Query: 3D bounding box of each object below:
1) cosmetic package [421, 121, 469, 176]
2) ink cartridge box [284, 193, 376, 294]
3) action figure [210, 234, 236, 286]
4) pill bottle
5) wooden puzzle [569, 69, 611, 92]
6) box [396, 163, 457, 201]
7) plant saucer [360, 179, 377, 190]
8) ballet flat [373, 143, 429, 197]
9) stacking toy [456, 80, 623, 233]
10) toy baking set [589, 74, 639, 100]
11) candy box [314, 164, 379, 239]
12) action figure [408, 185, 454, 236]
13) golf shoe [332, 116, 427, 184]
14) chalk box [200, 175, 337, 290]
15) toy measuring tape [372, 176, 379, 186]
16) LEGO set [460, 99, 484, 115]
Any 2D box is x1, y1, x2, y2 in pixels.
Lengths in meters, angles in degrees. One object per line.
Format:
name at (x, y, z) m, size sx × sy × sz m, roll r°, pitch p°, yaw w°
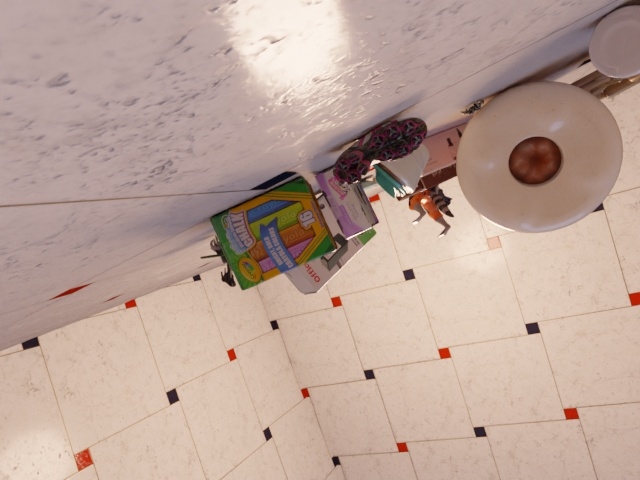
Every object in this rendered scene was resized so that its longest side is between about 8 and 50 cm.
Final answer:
cosmetic package at (0.348, -0.260, 1.349) m, size 0.239 × 0.098 × 0.060 m, roll -25°, pitch 178°, yaw -25°
ink cartridge box at (0.000, 0.000, 1.465) m, size 0.289 × 0.211 × 0.121 m, roll -44°, pitch -171°, yaw -23°
action figure at (-0.241, 0.022, 1.384) m, size 0.164 × 0.140 × 0.275 m, roll -15°, pitch 150°, yaw -27°
pill bottle at (0.545, -0.340, 0.783) m, size 0.194 × 0.108 × 0.108 m, roll -24°, pitch 180°, yaw -35°
wooden puzzle at (0.770, -0.464, 1.069) m, size 0.322 × 0.080 × 0.348 m, roll -25°, pitch 176°, yaw -29°
box at (0.436, -0.278, 1.636) m, size 0.382 × 0.143 × 0.191 m, roll -26°, pitch 180°, yaw -20°
plant saucer at (0.123, -0.191, 1.778) m, size 0.195 × 0.037 × 0.195 m, roll -23°, pitch 180°, yaw 0°
ballet flat at (0.194, -0.183, 1.113) m, size 0.139 × 0.139 × 0.400 m, roll -24°, pitch 178°, yaw 8°
stacking toy at (0.554, -0.243, 1.253) m, size 0.351 × 0.350 × 0.480 m, roll -24°, pitch -171°, yaw 24°
toy baking set at (0.722, -0.378, 1.059) m, size 0.256 × 0.030 × 0.197 m, roll -28°, pitch 176°, yaw 21°
candy box at (0.070, -0.096, 1.134) m, size 0.070 × 0.164 × 0.196 m, roll -26°, pitch 179°, yaw 14°
action figure at (0.436, -0.185, 1.804) m, size 0.342 × 0.330 × 0.178 m, roll 11°, pitch 149°, yaw -30°
golf shoe at (0.104, -0.174, 0.846) m, size 0.186 × 0.067 × 0.086 m, roll -25°, pitch -153°, yaw 26°
chalk box at (-0.126, -0.001, 1.070) m, size 0.289 × 0.179 × 0.180 m, roll -24°, pitch 180°, yaw 4°
toy measuring tape at (0.326, -0.241, 1.947) m, size 0.121 × 0.121 × 0.330 m, roll -24°, pitch 175°, yaw 30°
LEGO set at (0.352, -0.300, 1.070) m, size 0.054 × 0.023 × 0.083 m, roll -24°, pitch 180°, yaw 25°
